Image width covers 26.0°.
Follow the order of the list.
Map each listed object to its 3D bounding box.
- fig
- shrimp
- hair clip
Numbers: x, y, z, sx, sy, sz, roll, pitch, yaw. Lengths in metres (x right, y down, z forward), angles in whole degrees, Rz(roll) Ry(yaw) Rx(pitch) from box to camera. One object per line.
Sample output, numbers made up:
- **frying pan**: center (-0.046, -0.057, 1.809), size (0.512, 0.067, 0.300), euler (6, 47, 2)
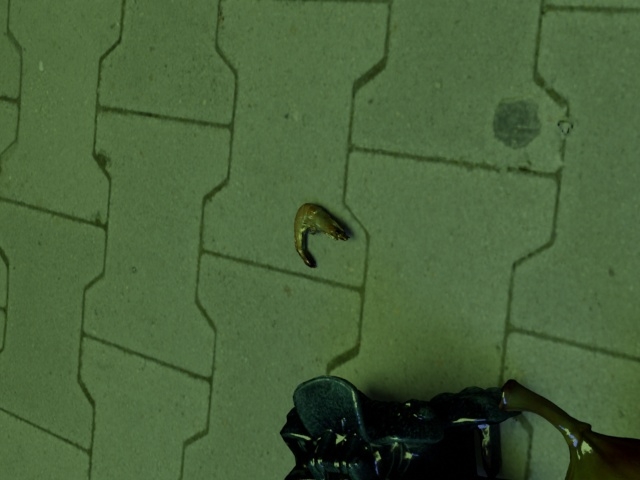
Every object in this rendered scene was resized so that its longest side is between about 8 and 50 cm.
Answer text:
- **fig**: center (0.288, 0.247, 1.308), size (0.321, 0.217, 0.217), euler (48, 132, -8)
- **shrimp**: center (0.000, 0.000, 1.800), size (0.114, 0.023, 0.083), euler (28, 114, 48)
- **hair clip**: center (0.075, 0.241, 1.592), size (0.310, 0.206, 0.194), euler (-8, 87, 46)
